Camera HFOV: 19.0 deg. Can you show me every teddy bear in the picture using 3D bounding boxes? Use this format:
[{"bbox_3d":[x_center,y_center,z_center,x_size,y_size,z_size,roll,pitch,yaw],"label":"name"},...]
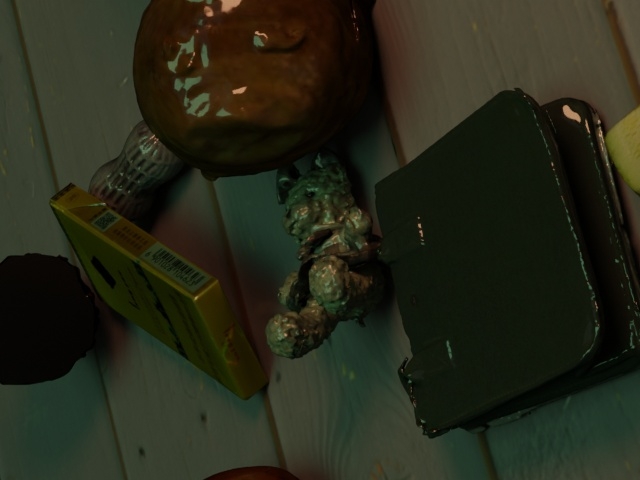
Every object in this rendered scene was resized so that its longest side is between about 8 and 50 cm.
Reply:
[{"bbox_3d":[0.016,0.013,1.801,0.133,0.111,0.213,-42,34,36],"label":"teddy bear"}]

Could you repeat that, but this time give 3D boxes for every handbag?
[{"bbox_3d":[0.152,0.023,1.647,0.260,0.079,0.248,-31,67,49],"label":"handbag"}]

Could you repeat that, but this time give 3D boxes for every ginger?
[{"bbox_3d":[-0.084,-0.162,1.795,0.269,0.223,0.200,-12,74,45],"label":"ginger"}]

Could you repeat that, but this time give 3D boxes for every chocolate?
[{"bbox_3d":[-0.314,0.091,2.160,0.133,0.156,0.156,75,-171,-85],"label":"chocolate"},{"bbox_3d":[-0.198,-0.072,2.056,0.167,0.072,0.072,-46,58,41],"label":"chocolate"}]

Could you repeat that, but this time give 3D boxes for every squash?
[{"bbox_3d":[0.295,-0.040,1.478,0.090,0.075,0.200,-41,60,13],"label":"squash"}]

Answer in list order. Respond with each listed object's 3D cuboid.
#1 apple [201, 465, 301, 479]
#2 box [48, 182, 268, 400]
[{"bbox_3d":[-0.076,0.292,1.875,0.158,0.156,0.147,-35,63,13],"label":"apple"},{"bbox_3d":[-0.172,0.052,1.992,0.279,0.041,0.153,31,154,45],"label":"box"}]
